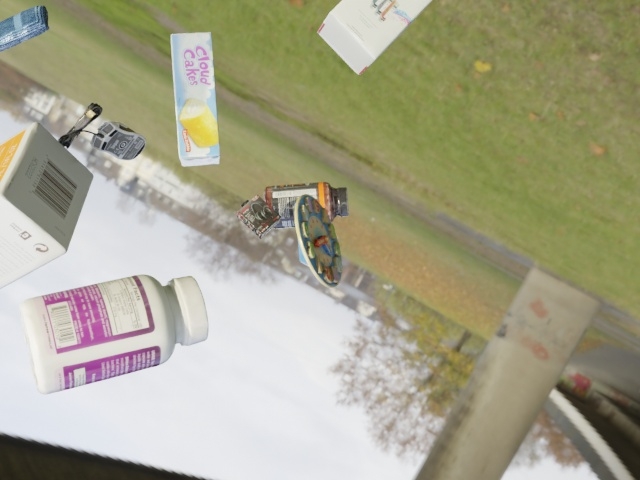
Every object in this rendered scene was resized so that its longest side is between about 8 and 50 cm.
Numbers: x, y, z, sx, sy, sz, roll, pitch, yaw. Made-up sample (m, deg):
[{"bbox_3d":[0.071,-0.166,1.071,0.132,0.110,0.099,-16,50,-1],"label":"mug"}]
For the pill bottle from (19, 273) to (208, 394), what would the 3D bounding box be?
[{"bbox_3d":[-0.359,0.153,1.449,0.302,0.169,0.169,-12,-158,-24],"label":"pill bottle"}]

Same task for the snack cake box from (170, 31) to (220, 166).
[{"bbox_3d":[-0.270,-0.301,1.783,0.089,0.264,0.152,-4,179,-7],"label":"snack cake box"}]

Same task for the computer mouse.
[{"bbox_3d":[-0.424,-0.207,1.626,0.042,0.106,0.193,44,-170,25],"label":"computer mouse"}]

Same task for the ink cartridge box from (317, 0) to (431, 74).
[{"bbox_3d":[0.107,-0.444,1.625,0.127,0.176,0.128,45,169,-5],"label":"ink cartridge box"}]

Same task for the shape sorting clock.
[{"bbox_3d":[0.000,0.000,1.726,0.040,0.206,0.206,-14,164,22],"label":"shape sorting clock"}]

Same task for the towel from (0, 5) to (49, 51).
[{"bbox_3d":[-0.566,-0.398,1.539,0.029,0.120,0.067,58,-169,-55],"label":"towel"}]

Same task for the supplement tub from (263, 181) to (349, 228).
[{"bbox_3d":[-0.033,-0.085,1.961,0.198,0.106,0.106,-4,-177,1],"label":"supplement tub"}]

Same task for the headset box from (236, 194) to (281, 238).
[{"bbox_3d":[-0.137,-0.055,1.793,0.083,0.062,0.032,44,157,10],"label":"headset box"}]

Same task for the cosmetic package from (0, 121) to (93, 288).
[{"bbox_3d":[-0.667,-0.011,1.555,0.161,0.453,0.230,48,-154,-33],"label":"cosmetic package"}]
